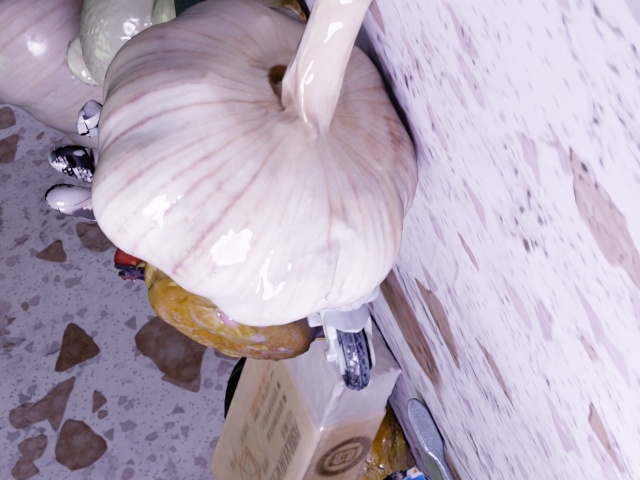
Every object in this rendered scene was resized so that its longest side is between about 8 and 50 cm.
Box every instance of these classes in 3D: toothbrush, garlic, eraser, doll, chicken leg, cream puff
[{"bbox_3d":[0.145,0.281,1.662,0.031,0.023,0.321,44,-159,-85],"label":"toothbrush"},{"bbox_3d":[-0.011,-0.077,1.056,0.226,0.199,0.199,-52,57,45],"label":"garlic"},{"bbox_3d":[-0.020,0.176,1.875,0.144,0.078,0.343,62,151,30],"label":"eraser"},{"bbox_3d":[-0.254,-0.241,2.001,0.322,0.241,0.322,47,180,0],"label":"garlic"},{"bbox_3d":[-0.106,-0.156,1.720,0.149,0.175,0.278,17,-159,-42],"label":"doll"},{"bbox_3d":[0.032,0.182,1.968,0.085,0.101,0.207,13,129,46],"label":"chicken leg"},{"bbox_3d":[-0.058,0.019,1.679,0.189,0.189,0.129,74,-153,-60],"label":"cream puff"}]

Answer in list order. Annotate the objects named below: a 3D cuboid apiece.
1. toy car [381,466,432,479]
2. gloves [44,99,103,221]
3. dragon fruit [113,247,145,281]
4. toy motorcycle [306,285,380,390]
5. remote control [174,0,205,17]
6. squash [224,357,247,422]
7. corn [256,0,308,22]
[{"bbox_3d":[0.103,0.271,1.774,0.170,0.070,0.080,75,168,-56],"label":"toy car"},{"bbox_3d":[-0.106,-0.070,1.462,0.127,0.212,0.111,64,174,3],"label":"gloves"},{"bbox_3d":[-0.117,-0.008,2.242,0.218,0.224,0.148,160,123,-75],"label":"dragon fruit"},{"bbox_3d":[0.000,0.000,1.505,0.151,0.074,0.228,85,171,-49],"label":"toy motorcycle"},{"bbox_3d":[-0.079,-0.124,1.562,0.072,0.042,0.222,-31,65,55],"label":"remote control"},{"bbox_3d":[-0.023,0.193,2.135,0.193,0.156,0.193,4,-90,-80],"label":"squash"},{"bbox_3d":[-0.015,-0.071,1.335,0.079,0.080,0.237,-121,10,-46],"label":"corn"}]
